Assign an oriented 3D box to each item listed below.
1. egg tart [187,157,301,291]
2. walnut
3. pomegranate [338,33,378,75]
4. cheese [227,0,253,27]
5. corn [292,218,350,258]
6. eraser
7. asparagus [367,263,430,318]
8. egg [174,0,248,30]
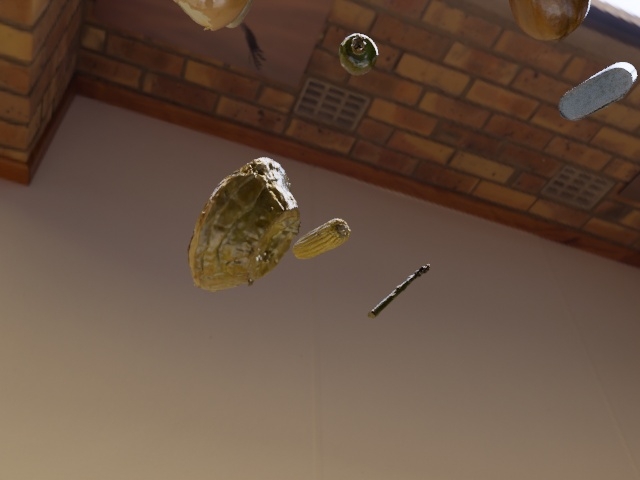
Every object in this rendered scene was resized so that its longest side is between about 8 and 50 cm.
[{"bbox_3d":[-0.126,-0.011,1.218,0.115,0.290,0.290,31,-137,19],"label":"egg tart"},{"bbox_3d":[0.562,-0.667,1.644,0.336,0.209,0.209,59,-140,-21],"label":"walnut"},{"bbox_3d":[0.106,-0.524,1.817,0.115,0.142,0.114,0,-96,1],"label":"pomegranate"},{"bbox_3d":[-0.288,-0.844,2.067,0.174,0.248,0.251,23,-151,-31],"label":"cheese"},{"bbox_3d":[0.000,0.000,1.684,0.072,0.203,0.072,15,-117,-33],"label":"corn"},{"bbox_3d":[0.685,-0.368,1.609,0.081,0.174,0.227,61,-148,-3],"label":"eraser"},{"bbox_3d":[0.204,0.127,1.676,0.025,0.024,0.248,40,-127,19],"label":"asparagus"},{"bbox_3d":[-0.247,-0.619,1.507,0.201,0.244,0.201,32,-167,-9],"label":"egg"}]
